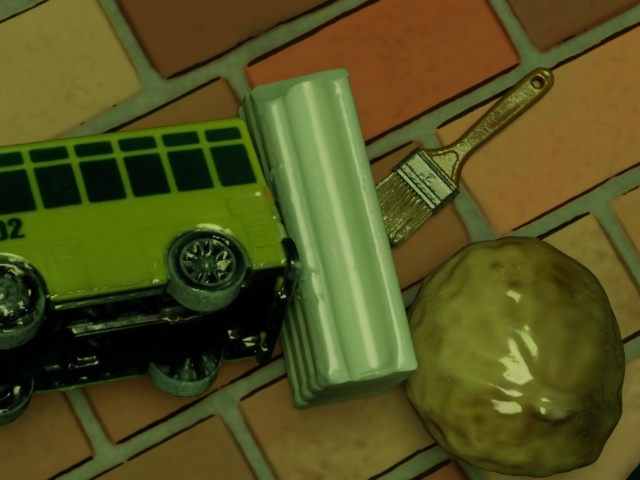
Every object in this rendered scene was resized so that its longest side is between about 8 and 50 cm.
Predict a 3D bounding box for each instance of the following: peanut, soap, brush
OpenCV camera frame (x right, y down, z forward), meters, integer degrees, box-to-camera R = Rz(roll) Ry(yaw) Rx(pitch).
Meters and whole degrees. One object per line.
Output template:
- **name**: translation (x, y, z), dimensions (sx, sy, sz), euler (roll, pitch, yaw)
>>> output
- **peanut**: translation (0.123, 0.073, 1.197), dimensions (0.140, 0.109, 0.159), euler (9, 65, -14)
- **soap**: translation (0.000, 0.000, 1.191), dimensions (0.066, 0.119, 0.198), euler (-11, 80, -14)
- **brush**: translation (0.096, -0.062, 1.268), dimensions (0.170, 0.014, 0.043), euler (-41, 83, -13)

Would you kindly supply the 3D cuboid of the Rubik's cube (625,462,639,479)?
- **Rubik's cube**: translation (0.312, 0.200, 1.080), dimensions (0.255, 0.259, 0.260), euler (38, 100, 2)

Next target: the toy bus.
- **toy bus**: translation (-0.160, 0.016, 1.138), dimensions (0.262, 0.128, 0.150), euler (-8, 58, -18)
